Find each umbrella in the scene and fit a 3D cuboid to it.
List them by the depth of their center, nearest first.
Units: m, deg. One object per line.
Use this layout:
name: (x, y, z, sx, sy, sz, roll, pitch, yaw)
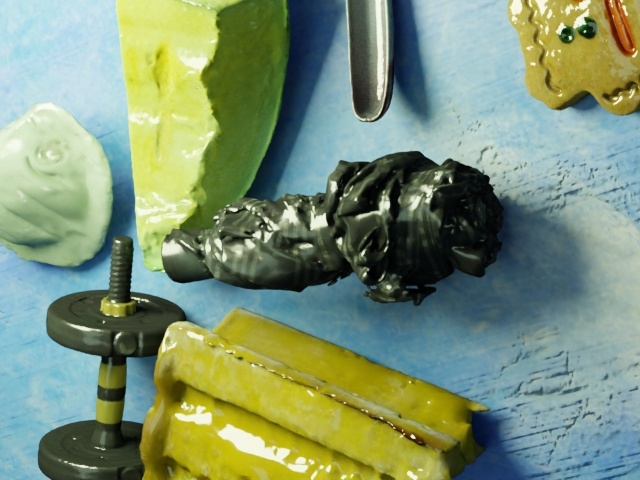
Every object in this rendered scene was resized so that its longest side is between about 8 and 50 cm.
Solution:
umbrella: (-0.003, -0.005, 1.788, 0.337, 0.154, 0.128, -3, 57, 16)

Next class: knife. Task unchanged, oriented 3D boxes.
knife: (0.048, -0.249, 1.789, 0.123, 0.053, 0.278, -1, 100, 30)

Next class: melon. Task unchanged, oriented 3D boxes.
melon: (-0.132, -0.131, 1.898, 0.196, 0.124, 0.323, 23, 124, 28)

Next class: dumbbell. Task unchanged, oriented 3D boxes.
dumbbell: (-0.214, 0.153, 1.995, 0.143, 0.143, 0.325, 15, 108, 31)

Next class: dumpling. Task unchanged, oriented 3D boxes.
dumpling: (-0.286, -0.064, 2.038, 0.219, 0.153, 0.108, -51, 27, 46)

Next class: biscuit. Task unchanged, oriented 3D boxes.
biscuit: (0.264, -0.192, 1.665, 0.225, 0.036, 0.166, -12, 91, 35)

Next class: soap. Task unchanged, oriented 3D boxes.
soap: (-0.013, 0.261, 1.867, 0.339, 0.169, 0.304, 21, 111, 31)
